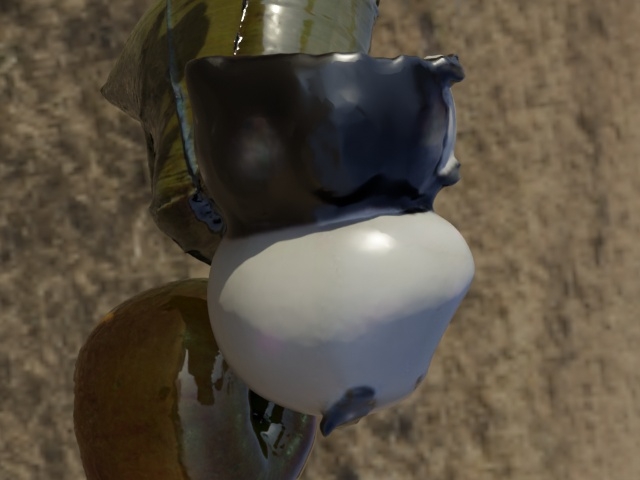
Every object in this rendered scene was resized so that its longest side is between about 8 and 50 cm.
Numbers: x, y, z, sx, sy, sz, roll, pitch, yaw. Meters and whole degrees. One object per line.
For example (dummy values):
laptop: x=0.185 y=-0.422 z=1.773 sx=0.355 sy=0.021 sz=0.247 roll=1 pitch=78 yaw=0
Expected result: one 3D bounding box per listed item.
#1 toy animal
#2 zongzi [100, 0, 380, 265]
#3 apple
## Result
toy animal: x=0.007 y=-0.004 z=0.959 sx=0.187 sy=0.165 sz=0.235 roll=-172 pitch=-105 yaw=-74
zongzi: x=-0.112 y=-0.088 z=1.246 sx=0.160 sy=0.360 sz=0.322 roll=36 pitch=50 yaw=-29
apple: x=-0.116 y=0.148 z=1.336 sx=0.237 sy=0.208 sz=0.236 roll=13 pitch=74 yaw=-53
